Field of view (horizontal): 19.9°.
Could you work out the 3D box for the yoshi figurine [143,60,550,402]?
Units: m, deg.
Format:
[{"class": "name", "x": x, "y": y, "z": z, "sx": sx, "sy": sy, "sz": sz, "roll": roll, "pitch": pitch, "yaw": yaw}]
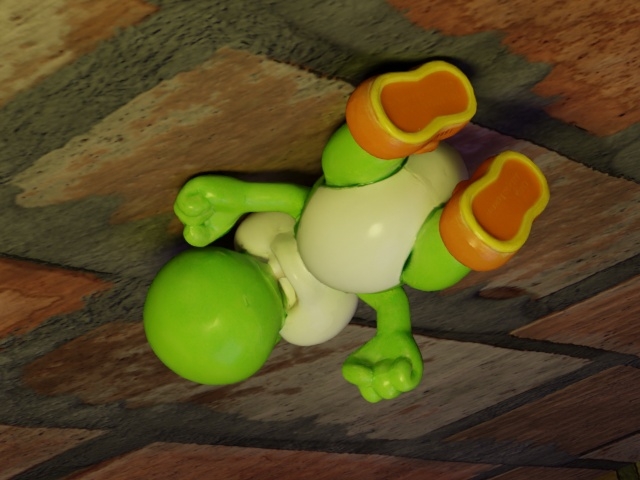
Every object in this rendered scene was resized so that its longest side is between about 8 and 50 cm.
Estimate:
[{"class": "yoshi figurine", "x": -0.011, "y": 0.019, "z": 1.378, "sx": 0.203, "sy": 0.203, "sz": 0.362, "roll": 16, "pitch": 149, "yaw": -28}]
